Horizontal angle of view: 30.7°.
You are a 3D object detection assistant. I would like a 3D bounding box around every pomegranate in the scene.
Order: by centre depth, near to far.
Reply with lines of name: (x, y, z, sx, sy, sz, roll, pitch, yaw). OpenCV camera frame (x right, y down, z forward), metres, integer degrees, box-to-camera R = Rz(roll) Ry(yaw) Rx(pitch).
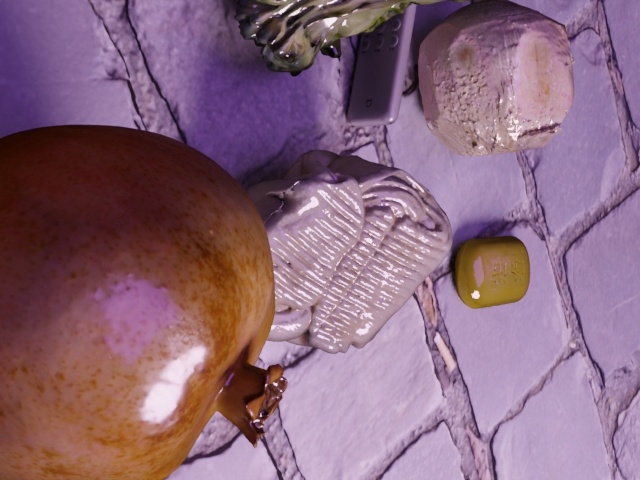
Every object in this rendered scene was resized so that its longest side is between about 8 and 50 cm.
pomegranate: (-0.170, 0.055, 0.889, 0.319, 0.319, 0.319, 0, 90, -45)

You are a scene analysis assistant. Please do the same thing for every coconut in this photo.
coconut: (0.205, -0.196, 1.363, 0.194, 0.194, 0.194, 0, 90, -45)

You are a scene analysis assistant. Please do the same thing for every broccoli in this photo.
broccoli: (0.051, -0.298, 1.158, 0.248, 0.245, 0.288, 9, 89, -49)

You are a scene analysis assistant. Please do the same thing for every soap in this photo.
soap: (0.221, 0.039, 1.474, 0.140, 0.045, 0.089, -5, 90, -45)

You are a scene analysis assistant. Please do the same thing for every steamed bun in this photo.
steamed bun: (-0.002, -0.001, 1.186, 0.211, 0.144, 0.218, 29, 100, -33)

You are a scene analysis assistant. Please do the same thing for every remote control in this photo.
remote control: (0.075, -0.255, 1.309, 0.029, 0.067, 0.261, 20, 76, -47)
